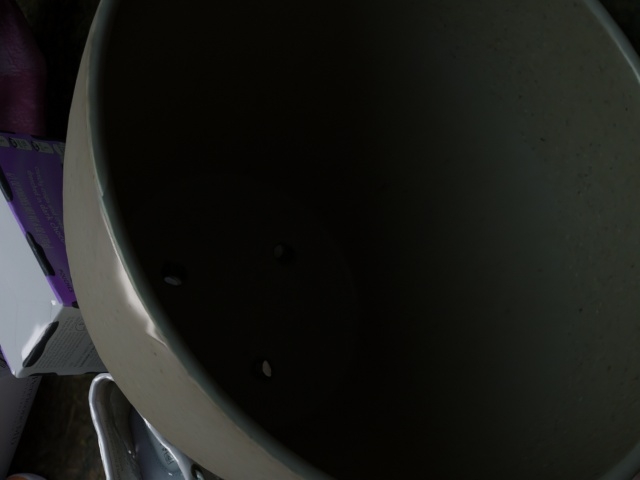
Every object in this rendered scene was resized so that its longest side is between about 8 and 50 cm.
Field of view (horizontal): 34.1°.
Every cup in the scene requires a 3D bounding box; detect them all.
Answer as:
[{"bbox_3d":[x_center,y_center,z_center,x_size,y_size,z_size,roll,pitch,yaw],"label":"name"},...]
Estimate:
[{"bbox_3d":[0.000,0.000,0.565,0.237,0.331,0.331,-34,63,54],"label":"cup"}]

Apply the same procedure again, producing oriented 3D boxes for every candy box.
[{"bbox_3d":[-0.142,0.009,0.724,0.070,0.196,0.165,-52,56,26],"label":"candy box"}]

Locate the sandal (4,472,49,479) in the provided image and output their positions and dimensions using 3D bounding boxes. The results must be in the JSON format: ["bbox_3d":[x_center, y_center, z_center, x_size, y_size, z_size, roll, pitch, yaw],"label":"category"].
[{"bbox_3d":[-0.206,0.263,0.824,0.265,0.076,0.102,15,94,39],"label":"sandal"}]

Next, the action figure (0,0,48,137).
[{"bbox_3d":[-0.300,-0.233,0.882,0.275,0.248,0.370,32,112,45],"label":"action figure"}]

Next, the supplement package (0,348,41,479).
[{"bbox_3d":[-0.396,0.190,0.905,0.204,0.145,0.262,25,102,14],"label":"supplement package"}]

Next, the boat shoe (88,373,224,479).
[{"bbox_3d":[-0.099,0.207,0.711,0.098,0.096,0.277,-43,54,16],"label":"boat shoe"}]
